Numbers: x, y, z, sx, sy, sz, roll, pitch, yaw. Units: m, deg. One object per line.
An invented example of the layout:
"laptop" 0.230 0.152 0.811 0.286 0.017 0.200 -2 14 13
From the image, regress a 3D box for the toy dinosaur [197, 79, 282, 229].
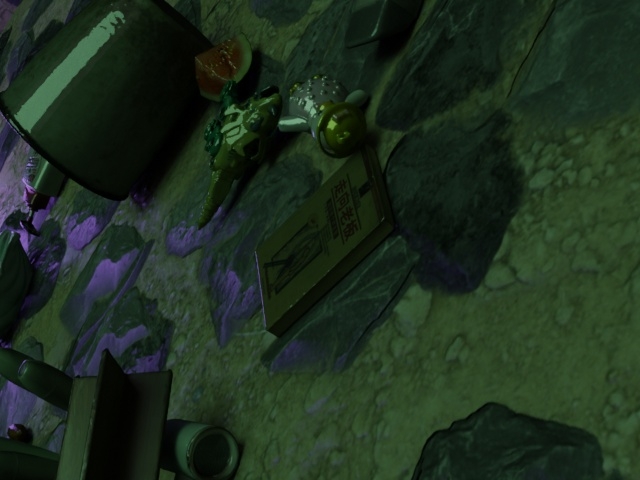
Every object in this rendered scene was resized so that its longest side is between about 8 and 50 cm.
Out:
"toy dinosaur" -0.134 -0.137 1.628 0.259 0.094 0.153 -58 26 22

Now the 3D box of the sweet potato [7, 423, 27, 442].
"sweet potato" -0.540 0.343 1.887 0.095 0.034 0.034 -4 61 67

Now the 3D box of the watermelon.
"watermelon" -0.177 -0.284 1.798 0.135 0.094 0.125 -35 46 42

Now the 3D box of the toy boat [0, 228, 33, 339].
"toy boat" -0.686 0.121 2.218 0.199 0.100 0.290 4 70 56

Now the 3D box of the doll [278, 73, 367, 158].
"doll" 0.008 -0.169 1.428 0.129 0.081 0.207 -21 29 -5

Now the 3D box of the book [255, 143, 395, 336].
"book" 0.000 0.000 1.367 0.231 0.026 0.161 -44 34 26

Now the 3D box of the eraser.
"eraser" 0.122 -0.416 1.490 0.089 0.061 0.352 -3 63 54

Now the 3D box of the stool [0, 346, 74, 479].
"stool" -0.408 0.279 1.581 0.195 0.198 0.195 6 70 56

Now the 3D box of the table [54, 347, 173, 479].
"table" -0.259 0.262 1.305 0.167 0.167 0.227 -33 41 39

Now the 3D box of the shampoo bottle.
"shampoo bottle" -0.604 -0.151 2.341 0.153 0.071 0.284 11 83 48

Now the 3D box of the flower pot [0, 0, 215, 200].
"flower pot" -0.365 -0.281 1.906 0.330 0.293 0.294 -47 33 10

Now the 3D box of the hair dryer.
"hair dryer" -0.181 0.346 1.335 0.131 0.073 0.237 -6 69 56
